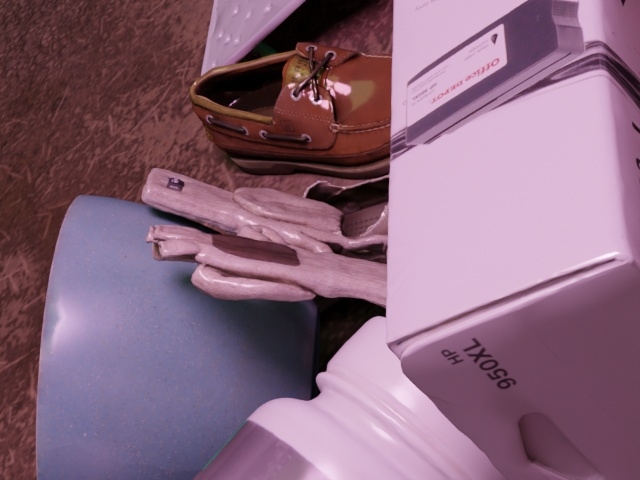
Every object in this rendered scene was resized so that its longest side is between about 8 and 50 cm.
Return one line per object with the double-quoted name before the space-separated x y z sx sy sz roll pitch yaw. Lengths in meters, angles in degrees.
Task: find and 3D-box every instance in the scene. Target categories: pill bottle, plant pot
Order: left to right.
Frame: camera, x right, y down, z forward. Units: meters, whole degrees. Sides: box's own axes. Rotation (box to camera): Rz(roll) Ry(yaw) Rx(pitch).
"plant pot" -0.101 0.114 1.371 0.195 0.290 0.290 3 48 2
"pill bottle" -0.020 0.239 1.170 0.361 0.204 0.204 -47 34 -12

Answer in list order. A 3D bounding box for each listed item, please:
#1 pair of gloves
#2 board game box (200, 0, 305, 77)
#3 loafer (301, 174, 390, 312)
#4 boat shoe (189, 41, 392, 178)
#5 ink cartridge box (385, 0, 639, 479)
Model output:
"pair of gloves" -0.034 0.007 1.286 0.240 0.204 0.042 -119 41 -72
"board game box" 0.027 -0.389 1.801 0.390 0.050 0.390 -37 35 41
"loafer" 0.000 0.000 1.495 0.268 0.092 0.102 -21 42 31
"boat shoe" -0.001 -0.126 1.610 0.307 0.104 0.111 -9 49 41
"ink cartridge box" 0.186 -0.027 1.161 0.166 0.285 0.395 -24 42 27
